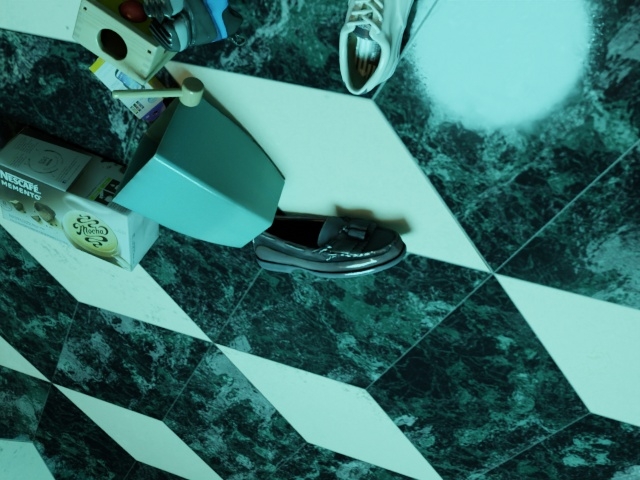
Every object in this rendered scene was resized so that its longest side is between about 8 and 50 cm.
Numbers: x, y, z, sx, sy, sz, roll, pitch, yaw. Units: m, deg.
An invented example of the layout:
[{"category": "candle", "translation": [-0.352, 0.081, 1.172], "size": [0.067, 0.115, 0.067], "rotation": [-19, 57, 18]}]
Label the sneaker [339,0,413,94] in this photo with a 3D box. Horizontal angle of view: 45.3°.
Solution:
[{"category": "sneaker", "translation": [0.075, -0.305, 1.003], "size": [0.094, 0.091, 0.258], "rotation": [15, 136, 16]}]

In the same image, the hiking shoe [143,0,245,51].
[{"category": "hiking shoe", "translation": [-0.179, -0.415, 1.042], "size": [0.113, 0.132, 0.304], "rotation": [33, 132, 49]}]

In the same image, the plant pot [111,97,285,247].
[{"category": "plant pot", "translation": [-0.191, -0.101, 1.299], "size": [0.234, 0.165, 0.165], "rotation": [33, 140, -22]}]

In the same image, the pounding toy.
[{"category": "pounding toy", "translation": [-0.252, -0.290, 1.132], "size": [0.206, 0.181, 0.094], "rotation": [34, 138, -5]}]

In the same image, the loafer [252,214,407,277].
[{"category": "loafer", "translation": [0.000, 0.000, 1.338], "size": [0.303, 0.109, 0.095], "rotation": [-1, 126, 33]}]

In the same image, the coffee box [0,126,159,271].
[{"category": "coffee box", "translation": [-0.475, -0.081, 1.506], "size": [0.297, 0.119, 0.168], "rotation": [22, 139, 8]}]

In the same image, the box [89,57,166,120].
[{"category": "box", "translation": [-0.320, -0.268, 1.309], "size": [0.081, 0.028, 0.136], "rotation": [-25, 118, 43]}]
